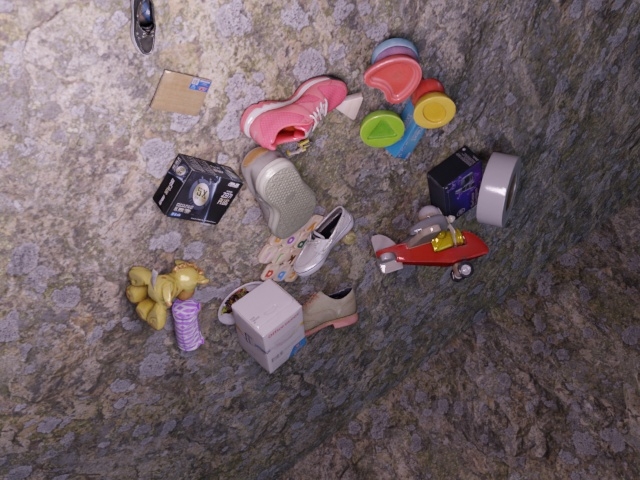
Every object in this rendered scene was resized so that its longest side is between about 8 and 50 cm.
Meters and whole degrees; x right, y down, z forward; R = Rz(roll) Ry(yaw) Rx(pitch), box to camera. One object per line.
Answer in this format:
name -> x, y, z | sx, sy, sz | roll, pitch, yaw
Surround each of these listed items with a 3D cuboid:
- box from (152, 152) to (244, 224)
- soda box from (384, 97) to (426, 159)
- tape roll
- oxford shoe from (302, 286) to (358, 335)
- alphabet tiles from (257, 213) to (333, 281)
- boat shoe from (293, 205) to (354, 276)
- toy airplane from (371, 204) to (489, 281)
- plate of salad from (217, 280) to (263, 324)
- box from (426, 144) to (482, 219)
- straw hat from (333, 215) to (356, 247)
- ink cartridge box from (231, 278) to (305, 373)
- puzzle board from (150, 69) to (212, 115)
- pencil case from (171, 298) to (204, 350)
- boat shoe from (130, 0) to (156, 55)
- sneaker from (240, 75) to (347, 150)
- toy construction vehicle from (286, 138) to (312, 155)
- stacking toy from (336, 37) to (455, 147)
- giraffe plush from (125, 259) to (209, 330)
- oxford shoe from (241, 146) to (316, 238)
box -> -0.314, -0.129, 1.676 | 0.180, 0.077, 0.147 | 11, 121, -51
soda box -> 0.285, -0.360, 2.028 | 0.067, 0.071, 0.210 | 0, 129, -47
tape roll -> 0.688, -0.195, 2.498 | 0.286, 0.100, 0.286 | -48, 146, -49
oxford shoe -> -0.040, 0.262, 2.418 | 0.397, 0.140, 0.146 | -11, 106, -32
alphabet tiles -> -0.079, 0.023, 2.154 | 0.284, 0.021, 0.278 | 8, 121, -50
boat shoe -> 0.000, 0.000, 2.109 | 0.267, 0.096, 0.088 | -45, 142, 0
toy airplane -> 0.376, 0.001, 2.408 | 0.384, 0.386, 0.272 | 15, 75, -44
plate of salad -> -0.252, 0.218, 2.182 | 0.200, 0.048, 0.200 | -27, 145, -20
box -> 0.506, -0.201, 2.425 | 0.184, 0.103, 0.261 | -34, 147, -6
straw hat -> 0.089, -0.017, 2.221 | 0.144, 0.061, 0.144 | -36, 146, -29
ink cartridge box -> -0.169, 0.282, 2.147 | 0.171, 0.168, 0.232 | -36, 147, -27
puzzle board -> -0.319, -0.337, 1.486 | 0.128, 0.011, 0.096 | 0, 128, -47
pencil case -> -0.414, 0.266, 2.031 | 0.088, 0.086, 0.206 | 3, 139, -2
boat shoe -> -0.355, -0.432, 1.306 | 0.049, 0.040, 0.142 | -23, 143, -26
sneaker -> -0.044, -0.316, 1.679 | 0.314, 0.136, 0.116 | -29, 147, -19
toy construction vehicle -> -0.055, -0.284, 1.799 | 0.098, 0.035, 0.086 | -29, 146, -18
stacking toy -> 0.201, -0.422, 1.849 | 0.279, 0.130, 0.309 | -26, 139, 26
giraffe plush -> -0.414, 0.122, 1.800 | 0.170, 0.181, 0.210 | -24, 163, -45
oxford shoe -> -0.117, -0.135, 1.839 | 0.169, 0.130, 0.449 | -42, 159, -8
